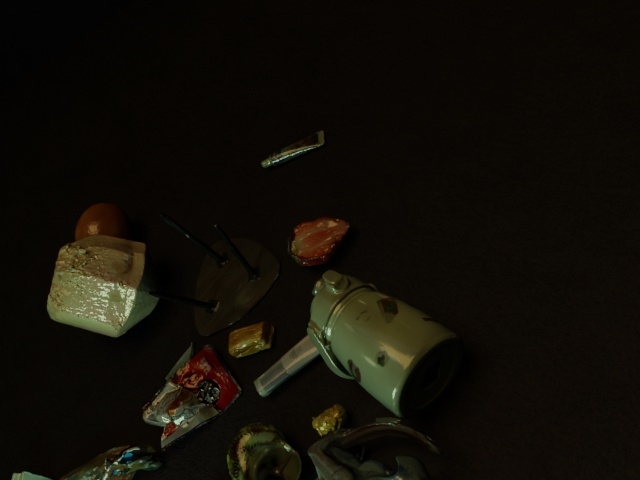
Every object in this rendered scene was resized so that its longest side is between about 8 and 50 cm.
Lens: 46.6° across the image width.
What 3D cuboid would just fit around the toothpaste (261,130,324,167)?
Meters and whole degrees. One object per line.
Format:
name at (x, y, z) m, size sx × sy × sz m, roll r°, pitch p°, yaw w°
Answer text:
toothpaste at (-0.082, -0.268, 2.226) m, size 0.216 × 0.037 × 0.061 m, roll -21°, pitch 50°, yaw 20°

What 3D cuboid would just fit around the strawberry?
strawberry at (0.000, 0.000, 1.955) m, size 0.187 × 0.082 × 0.146 m, roll -25°, pitch 55°, yaw 16°

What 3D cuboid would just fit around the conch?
conch at (-0.122, 0.504, 1.697) m, size 0.188 × 0.124 × 0.181 m, roll 4°, pitch 53°, yaw 14°

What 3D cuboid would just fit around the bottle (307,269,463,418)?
bottle at (0.112, 0.212, 1.615) m, size 0.352 × 0.229 × 0.229 m, roll 32°, pitch 85°, yaw 38°

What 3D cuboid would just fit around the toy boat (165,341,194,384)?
toy boat at (-0.383, 0.346, 2.072) m, size 0.096 × 0.034 × 0.122 m, roll -12°, pitch 47°, yaw 29°

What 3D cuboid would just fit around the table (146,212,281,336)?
table at (-0.329, 0.054, 2.056) m, size 0.317 × 0.249 × 0.317 m, roll -20°, pitch 52°, yaw 28°

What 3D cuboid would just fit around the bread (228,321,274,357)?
bread at (-0.183, 0.259, 1.948) m, size 0.132 × 0.053 × 0.074 m, roll -22°, pitch 47°, yaw 26°

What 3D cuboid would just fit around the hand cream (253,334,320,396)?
hand cream at (-0.055, 0.290, 1.829) m, size 0.255 × 0.048 × 0.079 m, roll -42°, pitch 44°, yaw 8°

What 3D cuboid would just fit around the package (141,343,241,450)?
package at (-0.346, 0.422, 1.963) m, size 0.269 × 0.071 × 0.194 m, roll -42°, pitch 64°, yaw -6°

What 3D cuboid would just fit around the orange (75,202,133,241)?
orange at (-0.711, -0.024, 2.451) m, size 0.206 × 0.206 × 0.206 m, roll -20°, pitch 52°, yaw 28°

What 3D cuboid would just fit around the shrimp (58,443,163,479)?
shrimp at (-0.601, 0.681, 1.975) m, size 0.446 × 0.110 × 0.221 m, roll -40°, pitch 51°, yaw 15°

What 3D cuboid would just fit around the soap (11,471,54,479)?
soap at (-0.826, 0.761, 2.086) m, size 0.063 × 0.114 × 0.198 m, roll -18°, pitch 54°, yaw 30°

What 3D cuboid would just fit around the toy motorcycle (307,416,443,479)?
toy motorcycle at (0.100, 0.471, 1.465) m, size 0.319 × 0.182 × 0.240 m, roll 7°, pitch 86°, yaw 51°

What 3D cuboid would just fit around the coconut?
coconut at (-0.633, 0.135, 2.223) m, size 0.297 × 0.310 × 0.297 m, roll -167°, pitch 90°, yaw -79°

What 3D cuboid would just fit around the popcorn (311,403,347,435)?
popcorn at (0.028, 0.417, 1.671) m, size 0.084 × 0.084 × 0.084 m, roll -20°, pitch 52°, yaw 28°
